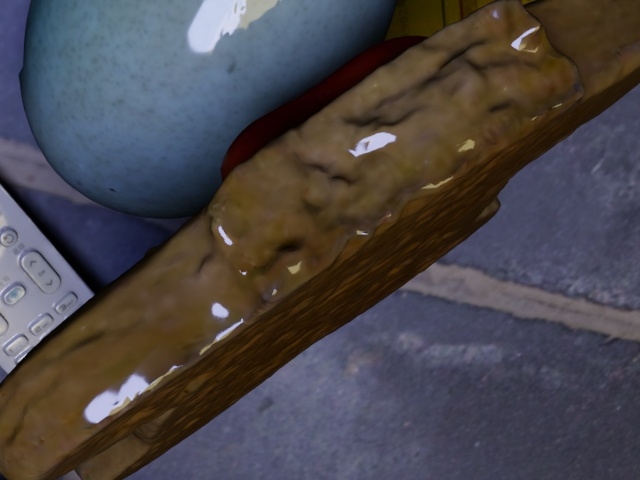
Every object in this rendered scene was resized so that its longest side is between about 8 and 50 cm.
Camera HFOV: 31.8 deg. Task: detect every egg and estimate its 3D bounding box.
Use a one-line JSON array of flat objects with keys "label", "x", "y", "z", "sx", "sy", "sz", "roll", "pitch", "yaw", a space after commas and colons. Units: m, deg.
[{"label": "egg", "x": -0.055, "y": -0.116, "z": 0.573, "sx": 0.169, "sy": 0.169, "sz": 0.236, "roll": 21, "pitch": 114, "yaw": -35}]

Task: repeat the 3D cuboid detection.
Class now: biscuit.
[{"label": "biscuit", "x": 0.000, "y": 0.000, "z": 0.602, "sx": 0.368, "sy": 0.076, "sz": 0.394, "roll": -35, "pitch": 172, "yaw": -12}]

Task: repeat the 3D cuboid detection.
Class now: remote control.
[{"label": "remote control", "x": -0.192, "y": 0.029, "z": 0.698, "sx": 0.073, "sy": 0.044, "sz": 0.229, "roll": -40, "pitch": 125, "yaw": -10}]

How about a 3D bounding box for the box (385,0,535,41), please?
[{"label": "box", "x": 0.130, "y": -0.167, "z": 0.712, "sx": 0.279, "sy": 0.041, "sz": 0.153, "roll": -20, "pitch": 130, "yaw": -12}]
